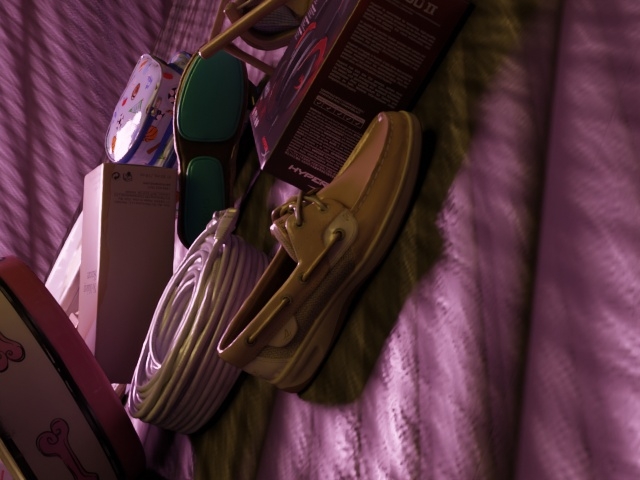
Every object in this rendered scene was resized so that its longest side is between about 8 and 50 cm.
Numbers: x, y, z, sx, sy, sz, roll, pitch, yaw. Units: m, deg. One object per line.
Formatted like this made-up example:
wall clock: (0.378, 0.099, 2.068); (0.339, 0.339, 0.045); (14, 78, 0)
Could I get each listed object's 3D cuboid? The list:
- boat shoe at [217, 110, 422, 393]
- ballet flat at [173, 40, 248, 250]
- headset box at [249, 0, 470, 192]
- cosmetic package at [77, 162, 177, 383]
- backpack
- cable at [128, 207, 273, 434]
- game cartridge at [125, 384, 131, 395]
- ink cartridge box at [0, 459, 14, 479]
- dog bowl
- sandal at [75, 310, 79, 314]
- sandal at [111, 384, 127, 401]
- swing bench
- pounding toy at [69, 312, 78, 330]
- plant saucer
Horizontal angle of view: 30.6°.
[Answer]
boat shoe: (0.000, 0.000, 1.144); (0.302, 0.098, 0.109); (-62, 17, 6)
ballet flat: (-0.168, -0.136, 1.720); (0.106, 0.107, 0.316); (-169, 87, -85)
headset box: (0.041, -0.211, 1.304); (0.293, 0.110, 0.218); (-59, 17, 16)
cosmetic package: (-0.283, 0.052, 1.694); (0.160, 0.113, 0.309); (165, 108, -68)
backpack: (-0.229, -0.165, 1.893); (0.276, 0.213, 0.263); (-131, 57, -68)
cable: (-0.149, 0.112, 1.439); (0.257, 0.089, 0.257); (-43, 27, 50)
game cartridge: (-0.280, 0.199, 1.814); (0.056, 0.017, 0.083); (-41, 28, 44)
ink cartridge box: (-0.532, 0.380, 1.979); (0.353, 0.119, 0.207); (-112, 31, -54)
dog bowl: (-0.380, 0.198, 1.534); (0.150, 0.408, 0.408); (-33, 7, -20)
sandal: (-0.467, 0.168, 2.278); (0.240, 0.088, 0.079); (131, 152, -52)
sandal: (-0.348, 0.265, 1.858); (0.180, 0.049, 0.072); (-68, 18, -13)
swing bench: (-0.025, -0.376, 1.644); (0.255, 0.165, 0.253); (-50, 22, 37)
pounding toy: (-0.396, 0.187, 2.031); (0.181, 0.094, 0.206); (-66, 18, -4)
plant saucer: (-0.495, 0.062, 2.491); (0.400, 0.100, 0.400); (-53, 21, 30)
